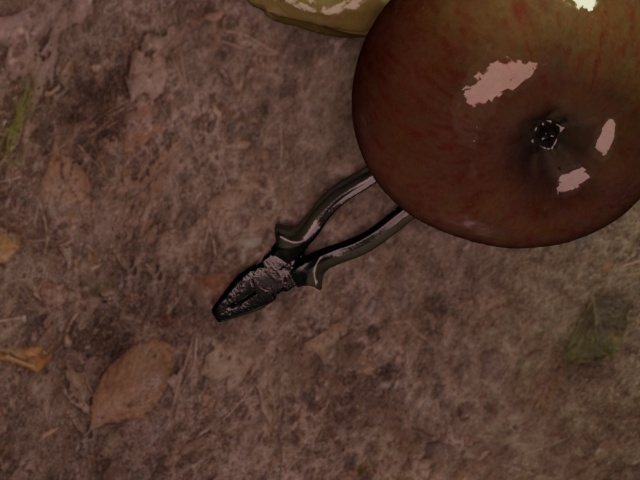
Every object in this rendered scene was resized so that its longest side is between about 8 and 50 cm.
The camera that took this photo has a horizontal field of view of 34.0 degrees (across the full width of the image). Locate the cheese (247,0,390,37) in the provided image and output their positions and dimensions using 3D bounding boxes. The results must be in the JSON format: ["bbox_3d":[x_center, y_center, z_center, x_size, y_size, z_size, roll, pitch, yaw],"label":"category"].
[{"bbox_3d":[0.006,-0.333,1.134,0.226,0.117,0.213,21,99,2],"label":"cheese"}]

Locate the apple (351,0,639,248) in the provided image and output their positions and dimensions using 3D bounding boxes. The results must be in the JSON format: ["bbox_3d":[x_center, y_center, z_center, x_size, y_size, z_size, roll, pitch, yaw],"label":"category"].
[{"bbox_3d":[0.206,-0.138,1.063,0.345,0.269,0.344,-3,137,-2],"label":"apple"}]

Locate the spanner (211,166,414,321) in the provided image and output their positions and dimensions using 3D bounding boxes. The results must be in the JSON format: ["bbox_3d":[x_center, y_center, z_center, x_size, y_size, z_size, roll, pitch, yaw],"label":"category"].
[{"bbox_3d":[0.000,0.000,1.259,0.325,0.040,0.095,-36,101,10],"label":"spanner"}]
